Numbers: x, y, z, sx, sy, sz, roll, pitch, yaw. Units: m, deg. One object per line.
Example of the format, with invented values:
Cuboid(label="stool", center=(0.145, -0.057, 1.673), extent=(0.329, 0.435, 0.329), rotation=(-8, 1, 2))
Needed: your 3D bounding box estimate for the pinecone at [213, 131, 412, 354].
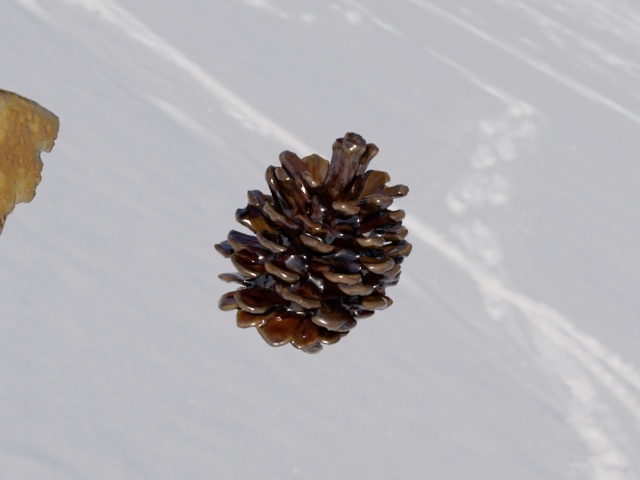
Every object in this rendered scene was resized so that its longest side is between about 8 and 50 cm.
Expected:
Cuboid(label="pinecone", center=(0.002, 0.000, 1.209), extent=(0.168, 0.212, 0.185), rotation=(26, 9, -32))

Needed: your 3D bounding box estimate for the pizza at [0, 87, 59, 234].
Cuboid(label="pizza", center=(-0.274, -0.039, 0.859), extent=(0.058, 0.127, 0.246), rotation=(2, 42, 35))
